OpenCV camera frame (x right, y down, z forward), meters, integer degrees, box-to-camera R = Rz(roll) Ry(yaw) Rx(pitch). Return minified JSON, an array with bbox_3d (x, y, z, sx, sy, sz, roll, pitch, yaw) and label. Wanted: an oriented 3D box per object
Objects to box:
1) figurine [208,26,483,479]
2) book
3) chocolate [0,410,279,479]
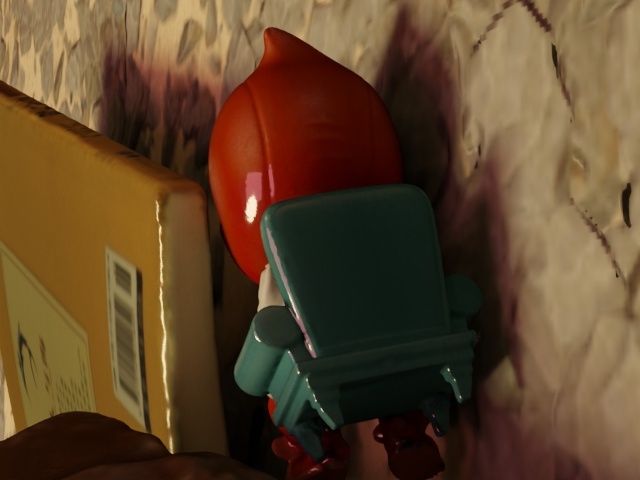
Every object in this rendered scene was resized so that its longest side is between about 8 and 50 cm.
[{"bbox_3d":[0.000,0.000,0.423,0.075,0.068,0.140,105,154,-53],"label":"figurine"},{"bbox_3d":[-0.101,0.075,0.646,0.389,0.032,0.269,-151,53,-65],"label":"book"},{"bbox_3d":[-0.020,0.130,0.370,0.214,0.093,0.148,13,122,47],"label":"chocolate"}]
